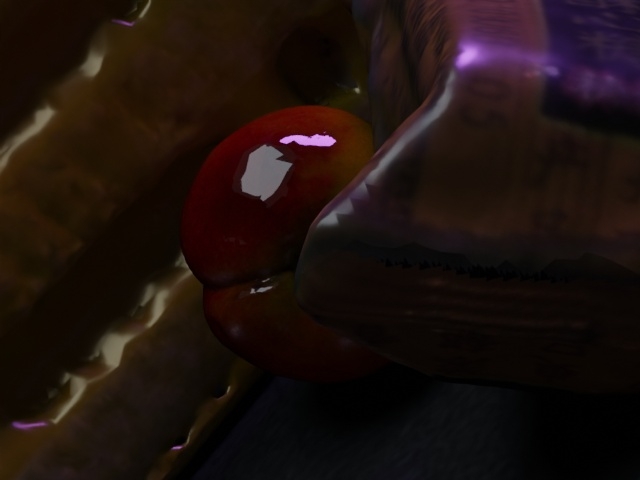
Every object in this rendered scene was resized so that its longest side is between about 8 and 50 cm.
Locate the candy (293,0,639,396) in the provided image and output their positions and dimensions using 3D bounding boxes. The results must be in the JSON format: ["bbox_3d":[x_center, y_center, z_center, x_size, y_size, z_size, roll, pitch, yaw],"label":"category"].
[{"bbox_3d":[0.068,-0.041,0.618,0.271,0.143,0.101,-85,3,-65],"label":"candy"}]

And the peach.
[{"bbox_3d":[0.000,0.001,0.683,0.101,0.100,0.100,-37,20,16],"label":"peach"}]

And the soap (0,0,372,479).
[{"bbox_3d":[-0.141,-0.041,0.749,0.335,0.293,0.156,-51,22,-19],"label":"soap"}]
